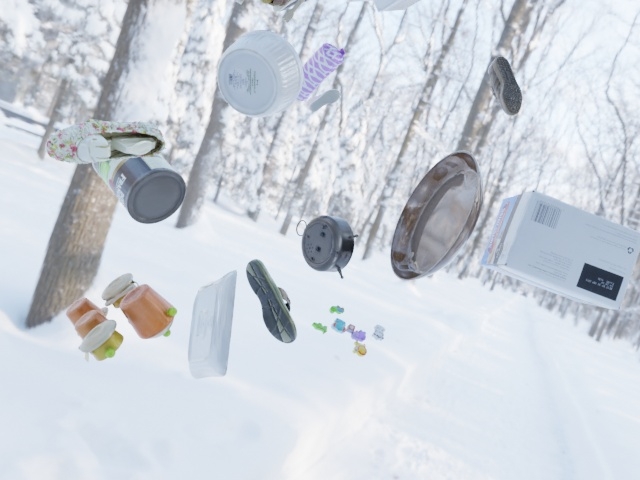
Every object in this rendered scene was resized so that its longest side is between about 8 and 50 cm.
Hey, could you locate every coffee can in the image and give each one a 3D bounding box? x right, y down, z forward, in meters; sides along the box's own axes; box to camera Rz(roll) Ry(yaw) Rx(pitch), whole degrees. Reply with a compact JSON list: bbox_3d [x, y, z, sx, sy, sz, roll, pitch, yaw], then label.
[{"bbox_3d":[-0.594,-0.213,1.911,0.275,0.202,0.201,44,13,32],"label":"coffee can"}]

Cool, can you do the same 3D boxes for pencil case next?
[{"bbox_3d":[-0.015,-0.518,1.813,0.088,0.086,0.206,-10,-18,-44],"label":"pencil case"}]

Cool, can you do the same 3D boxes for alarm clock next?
[{"bbox_3d":[0.000,0.000,1.350,0.064,0.130,0.192,6,18,-42],"label":"alarm clock"}]

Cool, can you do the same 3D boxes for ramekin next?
[{"bbox_3d":[-0.156,-0.402,1.443,0.207,0.207,0.109,21,36,11],"label":"ramekin"}]

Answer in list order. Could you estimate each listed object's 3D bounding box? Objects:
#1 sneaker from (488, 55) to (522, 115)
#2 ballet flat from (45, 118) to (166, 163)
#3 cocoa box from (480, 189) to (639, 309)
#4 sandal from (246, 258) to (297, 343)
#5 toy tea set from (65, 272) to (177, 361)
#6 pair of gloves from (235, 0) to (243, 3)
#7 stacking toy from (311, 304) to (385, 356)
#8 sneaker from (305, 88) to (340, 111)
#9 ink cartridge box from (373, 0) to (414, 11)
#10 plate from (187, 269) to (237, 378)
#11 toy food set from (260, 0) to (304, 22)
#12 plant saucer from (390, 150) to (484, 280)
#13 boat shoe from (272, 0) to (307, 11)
[{"bbox_3d":[0.536,-0.440,1.712,0.066,0.189,0.071,-3,-16,-13],"label":"sneaker"},{"bbox_3d":[-0.419,-0.196,1.175,0.240,0.091,0.077,-19,44,-39],"label":"ballet flat"},{"bbox_3d":[0.688,0.029,1.700,0.346,0.232,0.228,21,-2,-2],"label":"cocoa box"},{"bbox_3d":[-0.145,0.194,1.925,0.120,0.303,0.086,-21,1,43],"label":"sandal"},{"bbox_3d":[-0.446,0.183,1.311,0.336,0.200,0.124,13,-38,57],"label":"toy tea set"},{"bbox_3d":[-0.201,-0.821,1.745,0.042,0.204,0.240,32,2,-3],"label":"pair of gloves"},{"bbox_3d":[0.095,0.312,2.010,0.221,0.052,0.167,27,-40,-9],"label":"stacking toy"},{"bbox_3d":[0.004,-0.515,2.137,0.070,0.134,0.051,34,-27,60],"label":"sneaker"},{"bbox_3d":[0.205,-0.800,1.395,0.285,0.395,0.166,-19,9,37],"label":"ink cartridge box"},{"bbox_3d":[-0.306,0.233,1.603,0.045,0.278,0.278,13,-19,-26],"label":"plate"},{"bbox_3d":[-0.126,-0.750,1.725,0.192,0.132,0.038,49,16,18],"label":"toy food set"},{"bbox_3d":[0.258,-0.047,1.279,0.050,0.311,0.310,25,0,-16],"label":"plant saucer"},{"bbox_3d":[-0.097,-0.811,1.977,0.064,0.075,0.206,6,3,-31],"label":"boat shoe"}]
